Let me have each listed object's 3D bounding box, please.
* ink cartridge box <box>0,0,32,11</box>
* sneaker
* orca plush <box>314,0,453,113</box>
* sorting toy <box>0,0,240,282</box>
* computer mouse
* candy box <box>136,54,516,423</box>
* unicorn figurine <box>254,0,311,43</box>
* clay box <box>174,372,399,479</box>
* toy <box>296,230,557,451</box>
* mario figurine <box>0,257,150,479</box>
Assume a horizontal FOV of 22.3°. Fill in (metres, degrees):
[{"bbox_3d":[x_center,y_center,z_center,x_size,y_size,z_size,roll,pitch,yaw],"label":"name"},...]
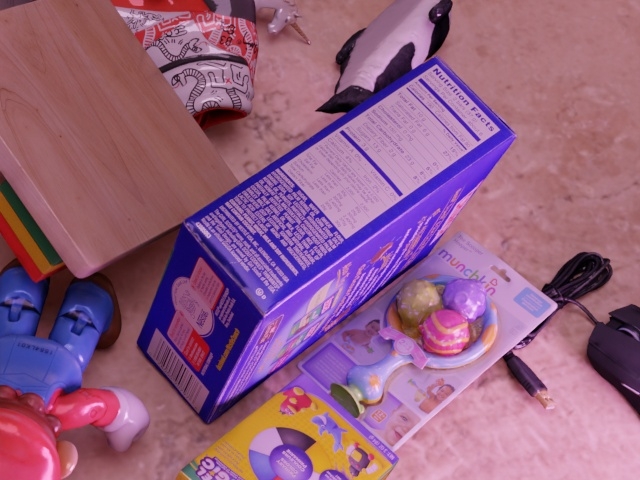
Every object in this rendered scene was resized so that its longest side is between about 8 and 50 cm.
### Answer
[{"bbox_3d":[-0.285,-0.286,1.721,0.181,0.104,0.062,4,58,-12],"label":"ink cartridge box"},{"bbox_3d":[-0.198,-0.178,1.683,0.270,0.090,0.145,-3,80,2],"label":"sneaker"},{"bbox_3d":[0.095,-0.178,1.732,0.102,0.151,0.287,54,21,-18],"label":"orca plush"},{"bbox_3d":[-0.239,-0.095,1.546,0.257,0.089,0.255,54,35,3],"label":"sorting toy"},{"bbox_3d":[0.303,0.131,1.632,0.184,0.060,0.262,-30,70,-27],"label":"computer mouse"},{"bbox_3d":[0.000,0.000,1.519,0.317,0.268,0.122,-34,77,-28],"label":"candy box"},{"bbox_3d":[-0.098,-0.264,1.777,0.111,0.060,0.162,-33,74,-23],"label":"unicorn figurine"},{"bbox_3d":[-0.041,0.224,1.469,0.127,0.053,0.222,41,41,12],"label":"clay box"},{"bbox_3d":[0.106,0.084,1.598,0.237,0.056,0.137,-40,62,-20],"label":"toy"},{"bbox_3d":[-0.278,0.163,1.440,0.198,0.170,0.320,-15,32,18],"label":"mario figurine"}]
